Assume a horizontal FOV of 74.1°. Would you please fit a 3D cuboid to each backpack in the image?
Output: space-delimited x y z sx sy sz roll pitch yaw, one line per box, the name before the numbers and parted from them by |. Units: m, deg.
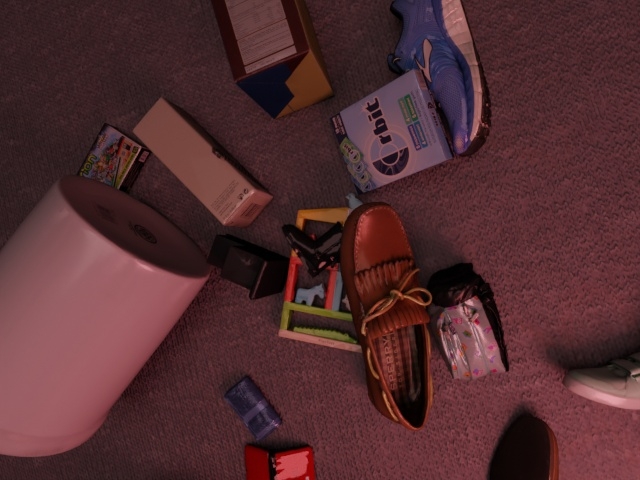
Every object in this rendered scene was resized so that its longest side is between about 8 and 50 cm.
backpack | 0.246 0.142 0.718 0.115 0.152 0.181 -18 97 17

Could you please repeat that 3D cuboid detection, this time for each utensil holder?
utensil holder | -0.438 0.123 0.780 0.328 0.327 0.385 40 94 11

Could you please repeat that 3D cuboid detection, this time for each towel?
towel | -0.136 0.336 0.848 0.067 0.029 0.119 -41 80 8

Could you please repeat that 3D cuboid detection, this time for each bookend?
bookend | -0.152 0.043 0.795 0.157 0.157 0.072 21 93 12

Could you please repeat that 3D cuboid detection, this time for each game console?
game console | -0.079 0.477 0.840 0.124 0.085 0.143 -4 88 -18

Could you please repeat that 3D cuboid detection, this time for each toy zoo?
toy zoo | 0.036 0.055 0.809 0.193 0.030 0.292 9 91 9

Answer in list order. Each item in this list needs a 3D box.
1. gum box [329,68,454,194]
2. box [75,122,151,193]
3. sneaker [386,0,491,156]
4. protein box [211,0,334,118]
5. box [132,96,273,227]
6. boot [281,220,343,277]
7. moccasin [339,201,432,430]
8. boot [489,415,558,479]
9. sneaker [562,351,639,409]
gum box | 0.119 -0.183 0.745 0.185 0.041 0.156 -18 94 41
box | -0.473 -0.140 0.935 0.114 0.036 0.206 32 96 12
sneaker | 0.207 -0.300 0.753 0.147 0.130 0.329 -17 81 27
protein box | -0.083 -0.364 0.767 0.136 0.200 0.200 -17 85 12
box | -0.230 -0.150 0.842 0.275 0.113 0.094 45 98 9
boot | 0.000 0.000 0.776 0.099 0.045 0.121 -33 91 10
moccasin | 0.115 0.125 0.702 0.139 0.147 0.379 -5 95 -16
boot | 0.362 0.451 0.712 0.115 0.112 0.304 10 86 -17
sneaker | 0.515 0.177 0.667 0.256 0.094 0.150 -1 94 3
